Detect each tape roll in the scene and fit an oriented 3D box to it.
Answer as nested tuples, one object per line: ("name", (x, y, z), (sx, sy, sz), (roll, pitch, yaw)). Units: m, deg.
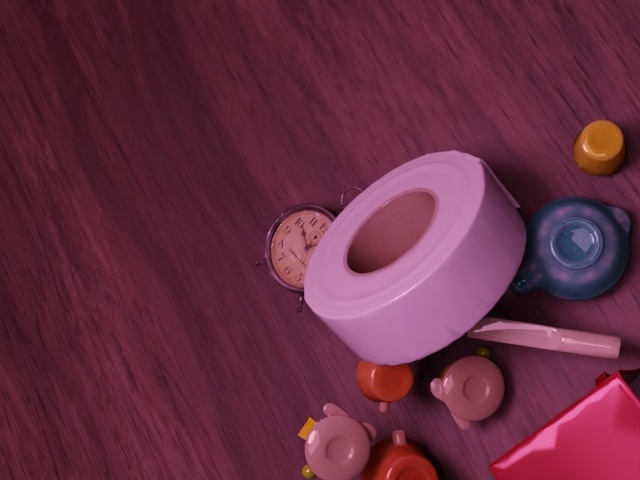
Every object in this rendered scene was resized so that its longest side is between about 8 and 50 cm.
("tape roll", (0.117, 0.018, 1.321), (0.286, 0.100, 0.286), (-34, 27, 20))

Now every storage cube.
("storage cube", (0.347, 0.280, 1.212), (0.193, 0.184, 0.215), (-42, 68, 18))

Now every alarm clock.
("alarm clock", (0.000, 0.000, 1.493), (0.192, 0.064, 0.129), (-50, 65, 15))

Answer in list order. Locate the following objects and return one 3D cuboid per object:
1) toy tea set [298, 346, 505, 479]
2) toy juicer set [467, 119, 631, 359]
("toy tea set", (0.120, 0.207, 1.382), (0.200, 0.124, 0.336), (38, 82, -8))
("toy juicer set", (0.353, 0.027, 1.303), (0.209, 0.089, 0.329), (29, 89, 14))
